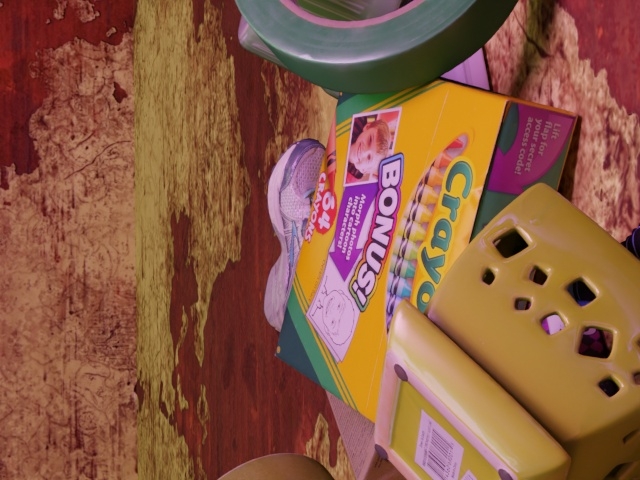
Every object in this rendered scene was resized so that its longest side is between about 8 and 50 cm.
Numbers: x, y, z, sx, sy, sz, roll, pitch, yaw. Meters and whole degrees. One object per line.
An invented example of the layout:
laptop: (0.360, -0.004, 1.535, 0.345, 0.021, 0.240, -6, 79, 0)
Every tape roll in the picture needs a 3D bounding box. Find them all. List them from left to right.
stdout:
tape roll: (0.062, -0.313, 1.645, 0.077, 0.321, 0.321, 45, -149, -60)

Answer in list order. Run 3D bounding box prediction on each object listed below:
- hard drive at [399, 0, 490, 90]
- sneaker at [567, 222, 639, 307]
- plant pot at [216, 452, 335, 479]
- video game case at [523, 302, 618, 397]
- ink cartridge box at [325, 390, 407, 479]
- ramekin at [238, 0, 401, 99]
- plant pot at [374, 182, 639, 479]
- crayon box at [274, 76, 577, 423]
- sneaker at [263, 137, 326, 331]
hard drive: (0.133, -0.210, 1.851, 0.203, 0.040, 0.307, 127, 140, -60)
sneaker: (0.292, 0.020, 1.347, 0.232, 0.081, 0.090, -7, 81, 64)
plant pot: (-0.010, 0.463, 1.975, 0.293, 0.275, 0.274, 38, 127, 45)
video game case: (0.227, 0.177, 1.571, 0.232, 0.042, 0.210, 121, 146, -55)
ink cartridge box: (0.089, 0.157, 1.894, 0.193, 0.088, 0.234, -109, 27, -45)
ramekin: (0.012, -0.336, 1.888, 0.303, 0.148, 0.303, -160, 90, -80)
plant pot: (0.174, 0.130, 1.317, 0.227, 0.207, 0.228, 44, 152, 26)
crayon box: (0.101, 0.005, 1.675, 0.313, 0.106, 0.363, 27, 105, 59)
sneaker: (0.000, 0.000, 2.174, 0.122, 0.110, 0.283, 13, 105, 52)
